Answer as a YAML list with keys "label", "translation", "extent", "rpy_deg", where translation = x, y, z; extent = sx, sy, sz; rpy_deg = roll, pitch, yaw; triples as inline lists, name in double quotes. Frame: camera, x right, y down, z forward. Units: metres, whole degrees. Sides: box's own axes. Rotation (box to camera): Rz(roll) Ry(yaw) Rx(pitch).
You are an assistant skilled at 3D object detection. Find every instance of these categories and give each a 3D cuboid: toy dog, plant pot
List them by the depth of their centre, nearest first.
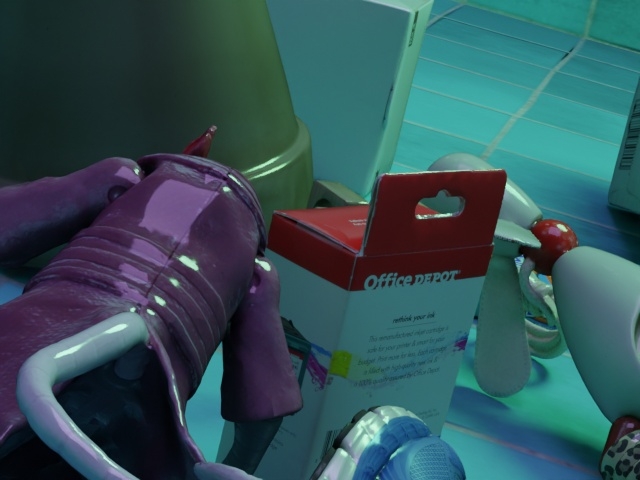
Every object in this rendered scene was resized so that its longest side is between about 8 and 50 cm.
- label: "toy dog"
  translation: [0.183, 0.070, 1.289]
  extent: [0.161, 0.220, 0.334]
  rpy_deg: [-36, 36, -28]
- label: "plant pot"
  translation: [-0.163, -0.160, 1.409]
  extent: [0.323, 0.280, 0.323]
  rpy_deg: [1, 21, 0]

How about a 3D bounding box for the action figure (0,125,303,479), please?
- label: "action figure"
  translation: [-0.116, 0.039, 0.892]
  extent: [0.248, 0.276, 0.370]
  rpy_deg: [30, 46, -5]

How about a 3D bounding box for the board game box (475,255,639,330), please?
- label: "board game box"
  translation: [0.224, 0.046, 1.585]
  extent: [0.210, 0.047, 0.160]
  rpy_deg: [13, 17, 0]

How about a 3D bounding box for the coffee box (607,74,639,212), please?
- label: "coffee box"
  translation: [0.541, -0.152, 1.889]
  extent: [0.334, 0.337, 0.338]
  rpy_deg: [15, 4, 1]

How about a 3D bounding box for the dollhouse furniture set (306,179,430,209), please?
- label: "dollhouse furniture set"
  translation: [-0.008, 0.018, 1.311]
  extent: [0.123, 0.144, 0.151]
  rpy_deg: [3, 21, -35]

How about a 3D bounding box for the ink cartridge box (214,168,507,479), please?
- label: "ink cartridge box"
  translation: [0.026, 0.054, 1.069]
  extent: [0.078, 0.231, 0.134]
  rpy_deg: [27, 20, 38]

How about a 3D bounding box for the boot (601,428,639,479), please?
- label: "boot"
  translation: [0.322, 0.185, 1.142]
  extent: [0.236, 0.085, 0.178]
  rpy_deg: [3, 20, -30]

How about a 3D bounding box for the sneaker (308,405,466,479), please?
- label: "sneaker"
  translation: [0.034, 0.195, 0.857]
  extent: [0.147, 0.130, 0.330]
  rpy_deg: [30, 21, 4]

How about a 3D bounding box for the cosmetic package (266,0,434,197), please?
- label: "cosmetic package"
  translation: [-0.088, -0.211, 1.878]
  extent: [0.385, 0.217, 0.156]
  rpy_deg: [18, 17, 7]
